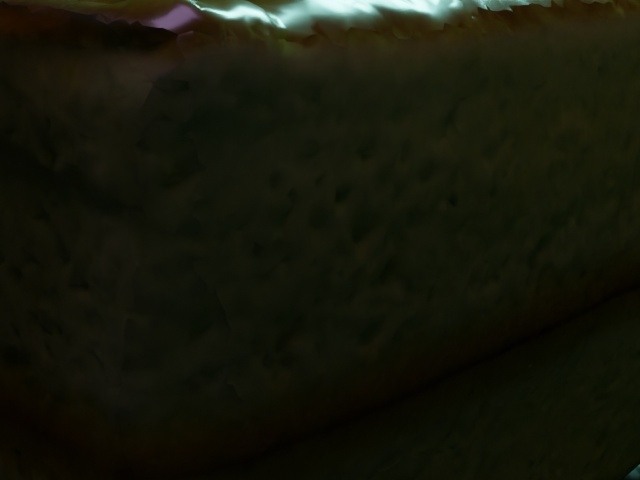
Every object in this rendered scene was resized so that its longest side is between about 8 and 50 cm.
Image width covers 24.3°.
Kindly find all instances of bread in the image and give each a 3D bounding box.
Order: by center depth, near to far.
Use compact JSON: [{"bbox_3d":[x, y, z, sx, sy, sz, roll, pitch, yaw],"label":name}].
[{"bbox_3d":[0.000,0.000,0.572,0.245,0.233,0.362,17,23,40],"label":"bread"}]
